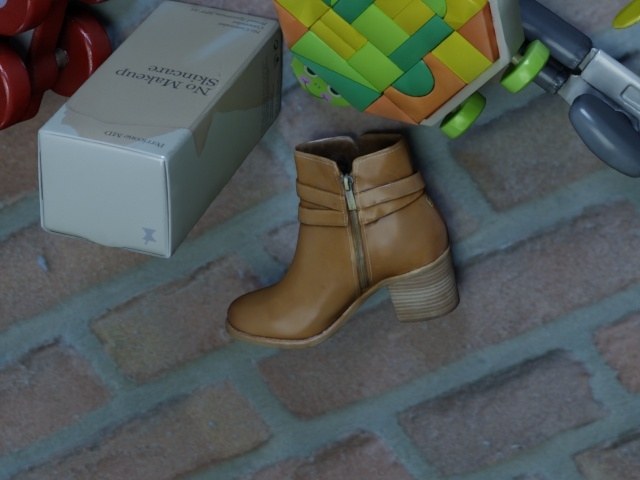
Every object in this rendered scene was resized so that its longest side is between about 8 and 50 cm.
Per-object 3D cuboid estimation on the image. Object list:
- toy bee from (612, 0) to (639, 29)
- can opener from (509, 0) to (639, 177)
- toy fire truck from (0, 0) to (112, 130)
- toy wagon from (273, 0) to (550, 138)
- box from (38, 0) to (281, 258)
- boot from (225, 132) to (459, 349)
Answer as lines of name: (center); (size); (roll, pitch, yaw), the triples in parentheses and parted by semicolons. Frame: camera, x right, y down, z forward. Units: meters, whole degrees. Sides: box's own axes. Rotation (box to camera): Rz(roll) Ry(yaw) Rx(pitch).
toy bee: (0.325, -0.252, 1.744); (0.298, 0.162, 0.195); (20, 139, -19)
can opener: (0.235, -0.179, 1.934); (0.280, 0.093, 0.074); (38, 128, 1)
toy fire truck: (-0.355, -0.278, 2.064); (0.254, 0.169, 0.302); (35, 128, 20)
toy wagon: (0.059, -0.209, 1.922); (0.267, 0.068, 0.344); (40, 146, -8)
box: (-0.159, -0.120, 1.980); (0.148, 0.311, 0.121); (12, 125, 14)
boot: (0.000, 0.000, 2.121); (0.283, 0.109, 0.220); (-8, 119, 23)
